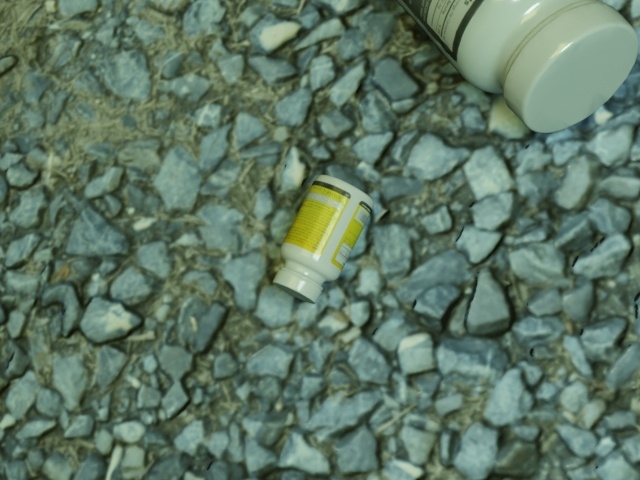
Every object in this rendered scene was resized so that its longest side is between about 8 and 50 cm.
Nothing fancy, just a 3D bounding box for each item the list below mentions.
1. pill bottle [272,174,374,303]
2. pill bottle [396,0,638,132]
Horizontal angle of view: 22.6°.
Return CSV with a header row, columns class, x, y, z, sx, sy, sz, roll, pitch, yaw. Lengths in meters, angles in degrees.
class,x,y,z,sx,sy,sz,roll,pitch,yaw
pill bottle,0.000,0.000,1.558,0.065,0.065,0.116,22,79,29
pill bottle,0.168,-0.242,1.525,0.162,0.162,0.278,-40,60,5
